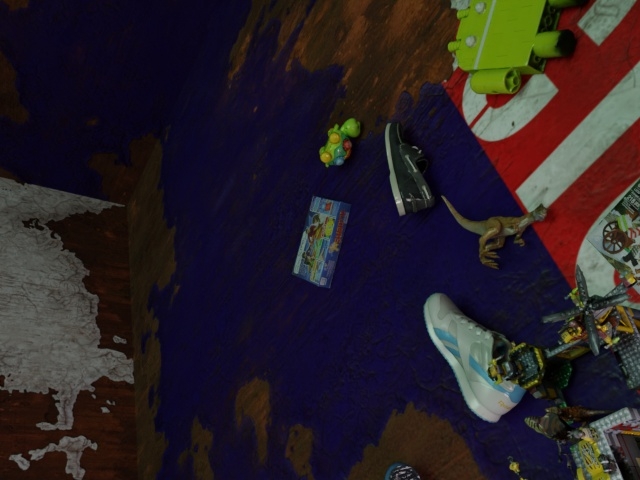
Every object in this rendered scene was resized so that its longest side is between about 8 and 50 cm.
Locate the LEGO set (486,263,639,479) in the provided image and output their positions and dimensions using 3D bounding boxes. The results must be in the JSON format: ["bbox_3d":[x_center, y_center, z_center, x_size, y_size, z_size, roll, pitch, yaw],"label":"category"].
[{"bbox_3d":[0.304,0.213,0.733,0.255,0.192,0.331,-38,48,46],"label":"LEGO set"}]

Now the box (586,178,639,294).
[{"bbox_3d":[0.449,0.015,0.742,0.159,0.044,0.233,-58,35,28],"label":"box"}]

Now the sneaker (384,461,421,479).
[{"bbox_3d":[0.153,0.479,1.042,0.082,0.069,0.209,92,168,-70],"label":"sneaker"}]

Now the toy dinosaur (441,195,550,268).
[{"bbox_3d":[0.282,-0.017,1.028,0.211,0.064,0.112,0,60,49],"label":"toy dinosaur"}]

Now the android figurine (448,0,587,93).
[{"bbox_3d":[0.327,-0.374,1.082,0.273,0.056,0.248,24,99,57],"label":"android figurine"}]

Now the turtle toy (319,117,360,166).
[{"bbox_3d":[0.046,-0.229,1.468,0.095,0.066,0.130,-95,30,-71],"label":"turtle toy"}]

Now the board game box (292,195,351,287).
[{"bbox_3d":[0.000,0.000,1.486,0.136,0.035,0.201,20,96,59],"label":"board game box"}]

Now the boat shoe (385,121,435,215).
[{"bbox_3d":[0.175,-0.149,1.243,0.079,0.084,0.233,-16,50,13],"label":"boat shoe"}]

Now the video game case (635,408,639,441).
[{"bbox_3d":[0.421,0.245,0.731,0.087,0.011,0.122,-55,37,32],"label":"video game case"}]

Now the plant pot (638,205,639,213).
[{"bbox_3d":[0.441,-0.075,0.553,0.255,0.271,0.272,-58,36,22],"label":"plant pot"}]

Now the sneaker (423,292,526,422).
[{"bbox_3d":[0.245,0.166,0.989,0.092,0.087,0.229,-50,47,26],"label":"sneaker"}]
